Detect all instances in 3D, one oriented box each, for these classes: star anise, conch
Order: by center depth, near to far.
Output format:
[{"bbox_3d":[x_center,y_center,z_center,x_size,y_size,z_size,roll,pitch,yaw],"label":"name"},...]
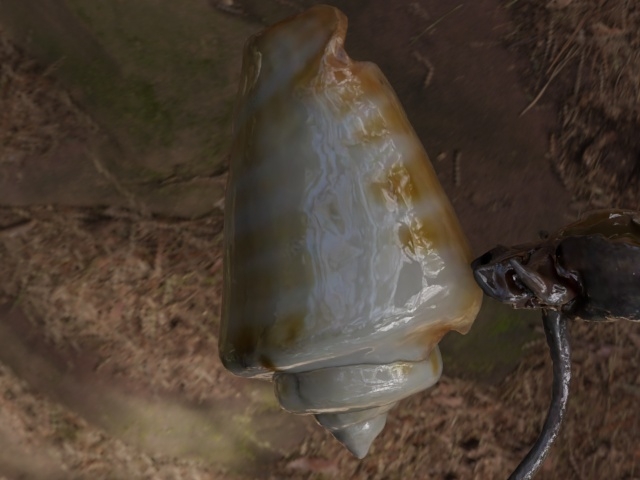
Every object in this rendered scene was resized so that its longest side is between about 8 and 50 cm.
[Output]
[{"bbox_3d":[0.129,0.098,0.651,0.219,0.148,0.227,-8,99,-19],"label":"star anise"},{"bbox_3d":[-0.008,0.005,0.704,0.158,0.127,0.255,-14,100,50],"label":"conch"}]
